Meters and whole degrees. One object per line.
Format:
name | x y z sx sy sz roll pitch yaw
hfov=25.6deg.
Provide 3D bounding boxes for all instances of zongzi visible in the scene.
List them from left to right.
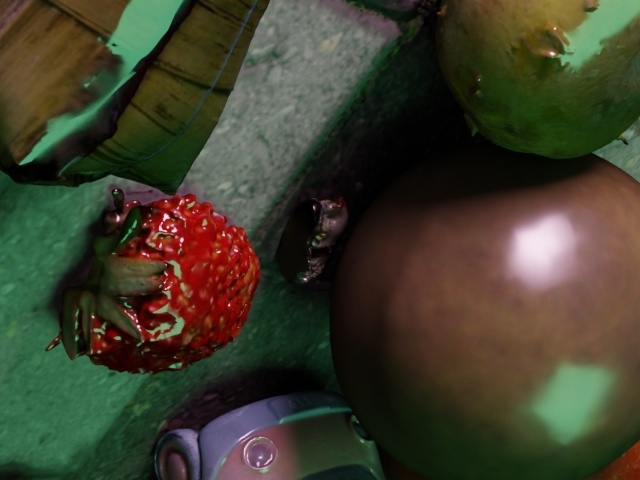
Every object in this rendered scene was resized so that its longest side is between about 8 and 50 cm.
zongzi | -0.075 -0.149 0.866 0.286 0.138 0.300 -50 160 2

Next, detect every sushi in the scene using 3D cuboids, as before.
sushi | 0.000 0.000 1.172 0.046 0.044 0.083 -9 138 -37

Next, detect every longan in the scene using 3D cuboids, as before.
longan | 0.162 0.060 1.175 0.319 0.319 0.319 -26 145 -20

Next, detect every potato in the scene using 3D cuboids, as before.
potato | 0.210 -0.196 1.031 0.307 0.173 0.210 -47 142 7

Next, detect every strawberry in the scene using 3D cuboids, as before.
strawberry | -0.098 0.044 1.091 0.208 0.087 0.167 3 126 -49

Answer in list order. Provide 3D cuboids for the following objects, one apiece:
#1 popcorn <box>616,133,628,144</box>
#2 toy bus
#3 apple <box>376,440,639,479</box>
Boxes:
popcorn | 0.248 -0.106 1.262 0.084 0.084 0.084 -26 145 -20
toy bus | -0.038 0.296 1.315 0.197 0.232 0.294 -6 135 -41
apple | 0.203 0.229 1.436 0.349 0.277 0.348 -25 146 -18
